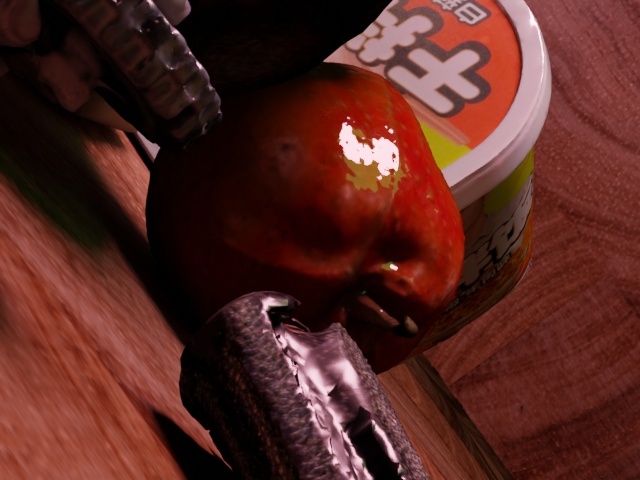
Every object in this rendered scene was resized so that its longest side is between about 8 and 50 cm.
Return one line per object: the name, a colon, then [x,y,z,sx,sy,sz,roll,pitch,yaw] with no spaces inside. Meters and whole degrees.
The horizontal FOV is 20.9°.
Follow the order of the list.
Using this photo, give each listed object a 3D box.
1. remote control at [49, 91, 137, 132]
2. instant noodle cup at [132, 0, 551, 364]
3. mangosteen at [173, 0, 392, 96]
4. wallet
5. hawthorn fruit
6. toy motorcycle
remote control: [-0.134,-0.101,1.004,0.078,0.042,0.221,55,4,1]
instant noodle cup: [0.032,-0.059,1.267,0.294,0.294,0.308,55,-3,26]
mangosteen: [-0.049,-0.207,0.798,0.311,0.311,0.311,54,3,-4]
wallet: [0.050,0.163,0.667,0.221,0.071,0.262,55,-4,42]
hawthorn fruit: [0.000,0.000,0.854,0.157,0.157,0.194,52,1,-38]
toy motorcycle: [-0.132,-0.126,0.582,0.270,0.106,0.159,36,-15,45]
